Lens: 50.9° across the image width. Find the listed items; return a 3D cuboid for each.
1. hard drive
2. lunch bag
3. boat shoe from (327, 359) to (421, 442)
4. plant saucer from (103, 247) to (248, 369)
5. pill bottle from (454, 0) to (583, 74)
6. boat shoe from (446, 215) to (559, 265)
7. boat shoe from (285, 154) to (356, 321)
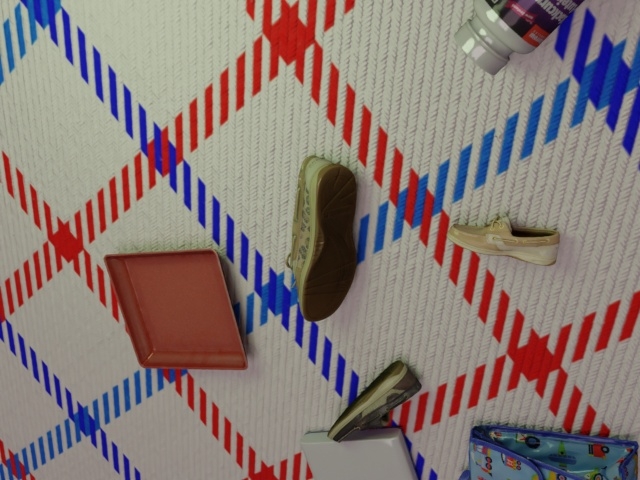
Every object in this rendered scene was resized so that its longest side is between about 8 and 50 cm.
[{"bbox_3d":[0.106,0.521,1.352,0.210,0.040,0.319,-11,109,25],"label":"hard drive"},{"bbox_3d":[0.386,0.443,1.177,0.293,0.138,0.221,6,117,32],"label":"lunch bag"},{"bbox_3d":[0.098,0.313,1.239,0.073,0.080,0.224,42,117,5],"label":"boat shoe"},{"bbox_3d":[-0.274,0.131,1.319,0.258,0.048,0.259,-4,112,22],"label":"plant saucer"},{"bbox_3d":[0.268,-0.313,0.871,0.108,0.108,0.193,43,121,-2],"label":"pill bottle"},{"bbox_3d":[0.282,-0.009,1.035,0.169,0.063,0.059,11,114,6],"label":"boat shoe"},{"bbox_3d":[0.000,0.000,1.135,0.089,0.104,0.286,35,124,49],"label":"boat shoe"}]
